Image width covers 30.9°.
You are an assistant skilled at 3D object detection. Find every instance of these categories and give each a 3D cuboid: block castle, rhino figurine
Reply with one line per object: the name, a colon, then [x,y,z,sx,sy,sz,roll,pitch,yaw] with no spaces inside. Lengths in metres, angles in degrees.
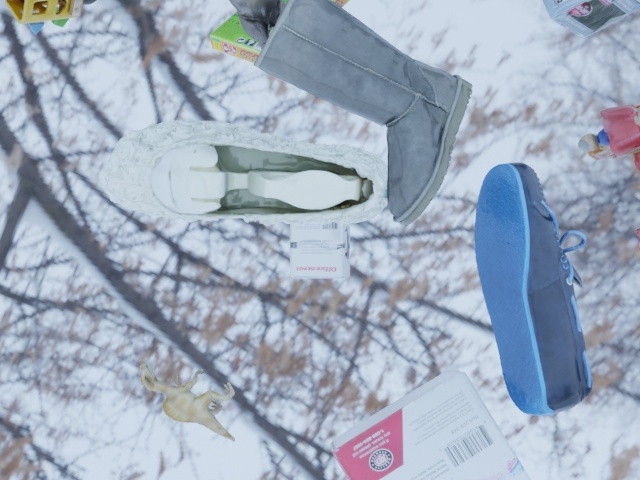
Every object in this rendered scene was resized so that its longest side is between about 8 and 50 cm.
block castle: [0.618,-0.090,2.084,0.453,0.213,0.303,5,-111,-68]
rhino figurine: [-0.100,-0.363,1.517,0.073,0.243,0.106,-24,-146,-3]

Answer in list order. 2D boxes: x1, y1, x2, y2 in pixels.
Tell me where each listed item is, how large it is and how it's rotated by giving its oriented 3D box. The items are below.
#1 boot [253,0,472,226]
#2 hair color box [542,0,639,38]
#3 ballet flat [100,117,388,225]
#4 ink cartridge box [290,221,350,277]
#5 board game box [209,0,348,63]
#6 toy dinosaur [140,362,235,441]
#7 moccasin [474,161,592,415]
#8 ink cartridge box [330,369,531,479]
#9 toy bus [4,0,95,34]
boot: [0.033,-0.134,1.133,0.209,0.076,0.189,27,-118,-18]
hair color box: [0.348,-0.508,1.764,0.185,0.114,0.374,0,-115,-63]
ballet flat: [-0.098,-0.088,1.576,0.409,0.147,0.147,2,-138,-4]
ink cartridge box: [0.000,0.000,2.067,0.099,0.135,0.056,0,178,18]
board game box: [-0.053,-0.373,1.887,0.124,0.039,0.259,23,-126,25]
toy dinosaur: [-0.159,0.219,1.517,0.183,0.053,0.093,31,-148,28]
moccasin: [0.292,0.063,1.579,0.117,0.138,0.341,-7,-89,-27]
ink cartridge box: [0.185,0.372,1.686,0.226,0.131,0.306,-30,-91,-5]
toy bus: [-0.472,-0.455,2.116,0.104,0.202,0.191,54,-174,28]
